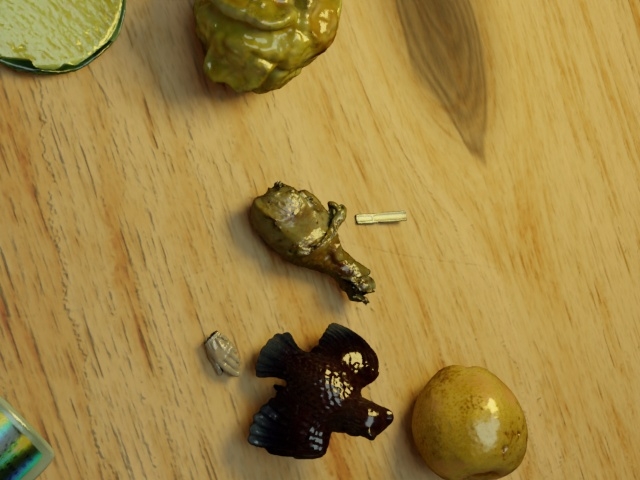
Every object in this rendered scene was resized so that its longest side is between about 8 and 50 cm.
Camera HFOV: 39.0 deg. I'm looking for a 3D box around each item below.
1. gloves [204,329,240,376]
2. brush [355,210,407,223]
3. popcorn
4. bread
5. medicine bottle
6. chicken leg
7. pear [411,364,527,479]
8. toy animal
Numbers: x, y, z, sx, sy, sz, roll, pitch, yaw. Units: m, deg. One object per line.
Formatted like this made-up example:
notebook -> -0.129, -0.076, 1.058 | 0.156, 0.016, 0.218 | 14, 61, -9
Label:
gloves -> -0.135, 0.152, 1.217 | 0.044, 0.037, 0.081 | -39, 111, 10
brush -> 0.091, -0.034, 1.371 | 0.084, 0.013, 0.016 | -5, 81, -21
popcorn -> -0.069, -0.308, 1.209 | 0.181, 0.217, 0.235 | 48, 54, -10
bread -> -0.361, -0.322, 1.159 | 0.229, 0.033, 0.228 | 3, 83, -26
medicine bottle -> -0.424, 0.284, 1.016 | 0.229, 0.083, 0.121 | -47, 107, -26
chicken leg -> 0.000, 0.000, 1.277 | 0.228, 0.088, 0.103 | 36, 55, -16
pear -> 0.217, 0.267, 1.324 | 0.178, 0.178, 0.178 | 4, 81, -27
toy animal -> 0.004, 0.202, 1.202 | 0.218, 0.180, 0.116 | -47, 131, -25
